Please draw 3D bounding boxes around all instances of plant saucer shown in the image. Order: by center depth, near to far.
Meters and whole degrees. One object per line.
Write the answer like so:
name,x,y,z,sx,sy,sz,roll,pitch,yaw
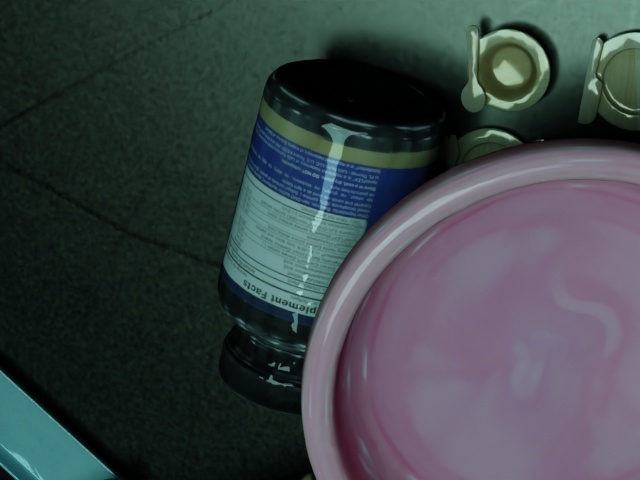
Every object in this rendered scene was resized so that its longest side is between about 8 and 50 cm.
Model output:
plant saucer,0.152,0.084,1.211,0.332,0.084,0.332,-1,113,-2
plant saucer,-0.209,0.163,1.454,0.192,0.018,0.067,42,116,2

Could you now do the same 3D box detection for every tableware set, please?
tableware set,0.157,-0.071,1.241,0.169,0.020,0.141,9,110,17

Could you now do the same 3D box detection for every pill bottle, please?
pill bottle,0.000,0.000,1.265,0.123,0.123,0.219,20,114,13

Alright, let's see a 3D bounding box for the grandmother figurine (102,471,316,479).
grandmother figurine,-0.150,0.267,1.367,0.342,0.208,0.104,-20,138,6
